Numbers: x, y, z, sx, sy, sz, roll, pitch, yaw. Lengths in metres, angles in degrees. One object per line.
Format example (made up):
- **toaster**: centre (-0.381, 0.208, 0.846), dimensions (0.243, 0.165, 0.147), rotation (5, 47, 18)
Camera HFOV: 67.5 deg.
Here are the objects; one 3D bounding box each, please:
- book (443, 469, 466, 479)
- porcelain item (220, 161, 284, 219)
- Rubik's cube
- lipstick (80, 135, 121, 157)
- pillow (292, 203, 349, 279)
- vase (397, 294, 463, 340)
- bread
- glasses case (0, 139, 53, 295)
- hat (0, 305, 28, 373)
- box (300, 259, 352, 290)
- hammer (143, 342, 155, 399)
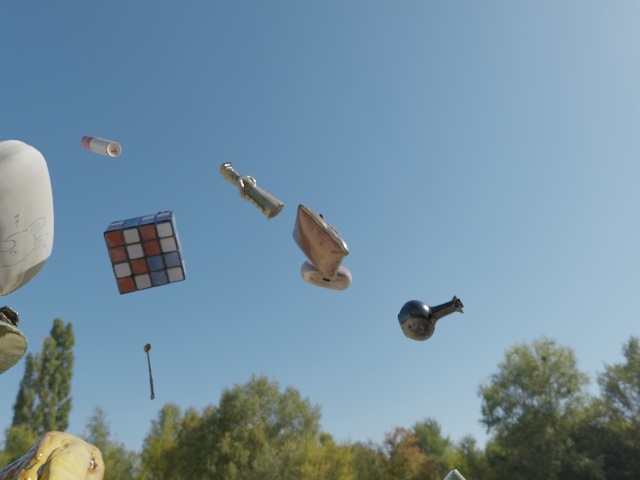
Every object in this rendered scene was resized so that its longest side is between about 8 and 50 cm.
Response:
- **book**: centre (0.301, 0.640, 0.833), dimensions (0.260, 0.371, 0.043), rotation (-33, -21, -34)
- **porcelain item**: centre (-0.205, -0.145, 1.369), dimensions (0.054, 0.213, 0.084), rotation (-58, -14, 28)
- **Rubik's cube**: centre (-0.252, 0.014, 0.697), dimensions (0.092, 0.092, 0.092), rotation (-13, 15, -15)
- **lipstick**: centre (-0.543, -0.233, 1.182), dimensions (0.130, 0.038, 0.038), rotation (18, -14, 37)
- **pillow**: centre (0.000, 0.000, 1.177), dimensions (0.075, 0.171, 0.179), rotation (-38, -13, -21)
- **vase**: centre (0.314, 0.210, 1.353), dimensions (0.183, 0.120, 0.120), rotation (-25, -34, 14)
- **bread**: centre (-0.364, 0.320, 0.548), dimensions (0.210, 0.099, 0.235), rotation (-39, 6, -16)
- **glasses case**: centre (-0.365, -0.018, 0.563), dimensions (0.059, 0.092, 0.233), rotation (33, -47, 1)
- **hat**: centre (-0.574, 0.124, 0.686), dimensions (0.257, 0.130, 0.257), rotation (-23, -24, -11)
- **box**: centre (0.021, 0.131, 1.825), dimensions (0.200, 0.088, 0.146), rotation (15, 9, -4)
- **hammer**: centre (-0.341, 0.261, 0.957), dimensions (0.014, 0.123, 0.029), rotation (5, -48, -32)
